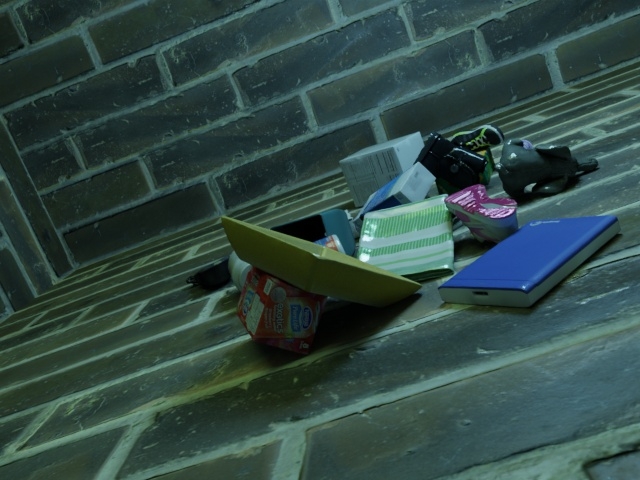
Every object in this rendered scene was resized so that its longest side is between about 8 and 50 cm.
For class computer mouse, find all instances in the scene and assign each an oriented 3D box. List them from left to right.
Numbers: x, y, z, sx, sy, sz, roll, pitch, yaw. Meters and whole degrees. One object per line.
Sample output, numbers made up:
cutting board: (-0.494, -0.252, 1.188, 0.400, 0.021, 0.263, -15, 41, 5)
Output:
computer mouse: (-0.347, 0.111, 2.146, 0.189, 0.072, 0.272, -27, 2, -18)

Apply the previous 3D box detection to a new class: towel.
towel: (0.202, 0.000, 1.560, 0.248, 0.038, 0.324, -12, 29, 19)

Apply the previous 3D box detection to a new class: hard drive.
hard drive: (0.412, 0.036, 1.257, 0.319, 0.040, 0.210, -30, 15, -32)

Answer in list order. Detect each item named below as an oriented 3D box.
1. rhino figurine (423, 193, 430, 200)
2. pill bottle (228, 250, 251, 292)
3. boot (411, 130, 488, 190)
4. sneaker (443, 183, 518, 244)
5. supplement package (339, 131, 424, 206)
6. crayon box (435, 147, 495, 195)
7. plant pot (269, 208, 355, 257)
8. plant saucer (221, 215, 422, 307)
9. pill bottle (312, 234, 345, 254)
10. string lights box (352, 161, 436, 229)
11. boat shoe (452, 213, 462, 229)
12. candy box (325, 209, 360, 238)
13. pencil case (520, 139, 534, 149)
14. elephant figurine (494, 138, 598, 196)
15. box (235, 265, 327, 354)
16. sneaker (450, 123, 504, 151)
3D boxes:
rhino figurine: (0.290, -0.095, 1.934, 0.106, 0.073, 0.243, -24, 14, 11)
pill bottle: (-0.189, 0.088, 1.812, 0.131, 0.131, 0.229, -23, 13, -8)
boot: (0.393, -0.199, 2.034, 0.246, 0.207, 0.094, -62, -16, 18)
sneaker: (0.376, -0.053, 1.500, 0.103, 0.111, 0.252, -24, 24, -7)
supplement package: (0.254, -0.267, 2.428, 0.263, 0.197, 0.199, -10, 16, 42)
crayon box: (0.498, -0.242, 2.192, 0.166, 0.081, 0.278, -15, 14, 24)
plant pot: (0.000, 0.000, 1.831, 0.166, 0.165, 0.234, -15, 6, 26)
plant saucer: (-0.009, 0.056, 1.354, 0.333, 0.080, 0.333, 16, 3, -44)
pill bottle: (-0.040, 0.079, 1.627, 0.222, 0.124, 0.124, -22, 12, -3)
string lights box: (0.214, -0.118, 1.895, 0.133, 0.077, 0.260, -55, 11, -32)
boat shoe: (0.334, -0.041, 1.709, 0.142, 0.040, 0.049, -29, 15, -32)
candy box: (0.018, -0.023, 2.078, 0.196, 0.070, 0.165, -22, 12, 0)
pencil case: (0.644, -0.269, 2.072, 0.088, 0.086, 0.206, 20, 30, 16)
elephant figurine: (0.613, -0.202, 1.717, 0.240, 0.169, 0.185, 3, 52, 26)
box: (-0.091, 0.137, 1.361, 0.123, 0.128, 0.257, 19, 1, -17)
sneaker: (0.535, -0.335, 2.218, 0.097, 0.084, 0.235, -52, 23, -20)
